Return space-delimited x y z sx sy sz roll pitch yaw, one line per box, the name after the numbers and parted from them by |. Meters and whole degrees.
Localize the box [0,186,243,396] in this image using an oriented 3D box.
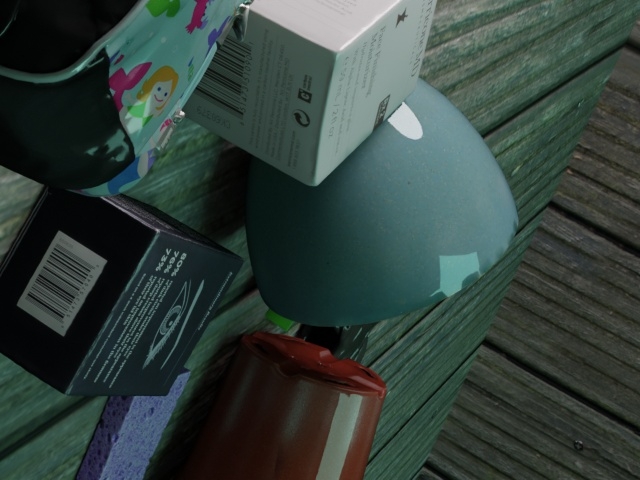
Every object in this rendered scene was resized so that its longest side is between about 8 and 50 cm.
-0.175 0.044 0.992 0.153 0.108 0.207 -60 163 0 | box

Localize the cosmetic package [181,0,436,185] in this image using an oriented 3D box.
-0.009 -0.178 1.020 0.183 0.151 0.151 -45 158 -39 | cosmetic package

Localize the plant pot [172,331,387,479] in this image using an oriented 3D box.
-0.049 0.277 1.508 0.272 0.272 0.265 1 110 -70 | plant pot

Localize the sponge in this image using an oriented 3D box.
-0.224 0.240 1.303 0.117 0.031 0.210 -18 135 -65 | sponge

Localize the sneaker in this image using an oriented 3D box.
0.051 0.092 1.718 0.286 0.109 0.130 -62 157 1 | sneaker

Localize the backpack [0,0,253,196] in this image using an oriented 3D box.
-0.137 -0.162 0.578 0.191 0.225 0.253 85 28 -67 | backpack

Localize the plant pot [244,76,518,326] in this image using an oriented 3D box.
0.041 -0.075 1.198 0.290 0.290 0.195 -45 127 -39 | plant pot

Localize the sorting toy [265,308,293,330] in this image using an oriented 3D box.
0.000 0.000 1.455 0.196 0.047 0.347 -54 -177 19 | sorting toy
